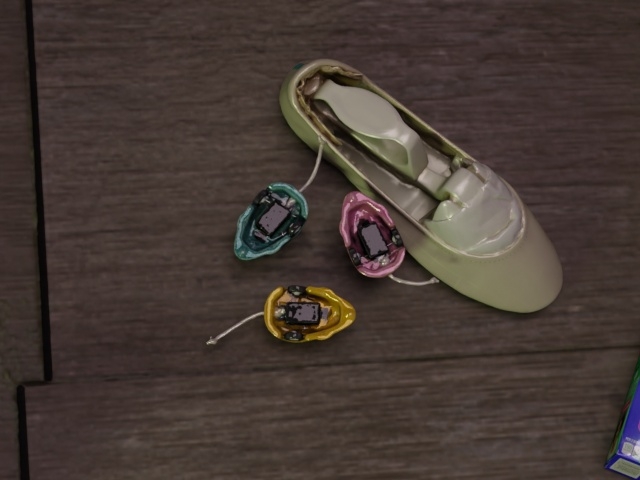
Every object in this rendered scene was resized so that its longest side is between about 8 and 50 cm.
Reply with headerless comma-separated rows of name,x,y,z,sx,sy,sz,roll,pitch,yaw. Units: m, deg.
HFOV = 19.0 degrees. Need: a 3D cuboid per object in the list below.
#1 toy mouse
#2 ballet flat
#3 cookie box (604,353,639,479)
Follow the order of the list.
toy mouse,0.000,0.000,1.328,0.161,0.031,0.143,-3,79,2
ballet flat,0.072,-0.043,1.342,0.248,0.086,0.086,38,69,6
cookie box,0.257,0.121,1.332,0.092,0.040,0.107,21,67,0
